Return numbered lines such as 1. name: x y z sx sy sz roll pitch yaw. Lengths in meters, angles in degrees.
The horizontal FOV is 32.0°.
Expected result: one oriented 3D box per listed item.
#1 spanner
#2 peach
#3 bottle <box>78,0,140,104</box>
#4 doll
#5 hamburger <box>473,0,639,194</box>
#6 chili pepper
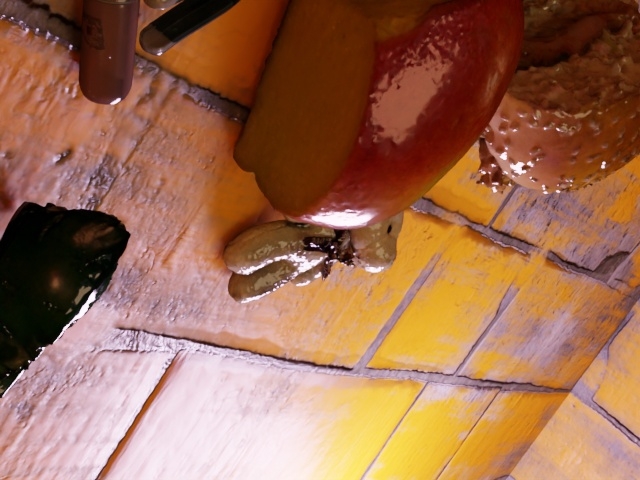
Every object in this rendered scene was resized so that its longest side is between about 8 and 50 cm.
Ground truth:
1. spanner: -0.062 -0.293 1.132 0.325 0.040 0.095 -42 166 -31
2. peach: 0.096 -0.192 1.301 0.306 0.242 0.380 -7 129 -46
3. bottle: -0.200 -0.199 1.056 0.053 0.053 0.140 -25 143 -39
4. doll: 0.000 0.003 1.512 0.278 0.149 0.175 -27 179 -15
5. hamburger: 0.354 -0.199 1.652 0.445 0.268 0.287 -30 149 -36
6. chili pepper: -0.301 0.057 1.119 0.264 0.116 0.148 -42 -165 33
